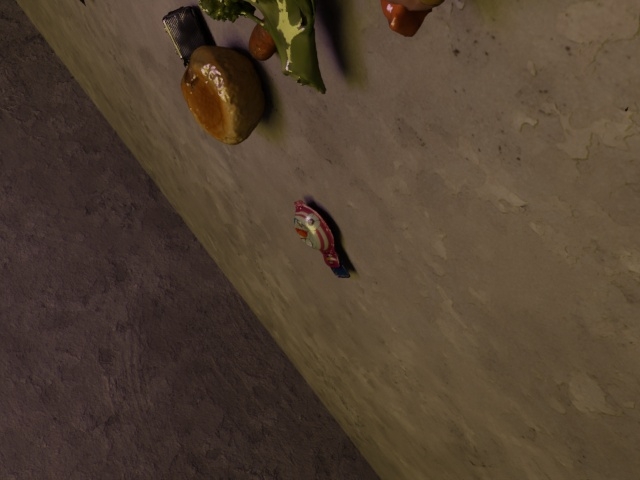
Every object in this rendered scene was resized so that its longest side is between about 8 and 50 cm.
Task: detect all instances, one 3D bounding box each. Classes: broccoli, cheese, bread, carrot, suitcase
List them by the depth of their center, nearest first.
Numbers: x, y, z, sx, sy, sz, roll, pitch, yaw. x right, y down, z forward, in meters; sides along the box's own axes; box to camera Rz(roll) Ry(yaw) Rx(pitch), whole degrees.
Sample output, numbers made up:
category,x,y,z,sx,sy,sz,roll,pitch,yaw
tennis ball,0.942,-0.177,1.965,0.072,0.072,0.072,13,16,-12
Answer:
category,x,y,z,sx,sy,sz,roll,pitch,yaw
broccoli,-0.106,-0.388,0.766,0.254,0.186,0.302,33,134,20
carrot,-0.091,-0.396,0.944,0.060,0.060,0.186,58,156,-9
bread,-0.226,-0.350,1.185,0.244,0.134,0.244,42,152,29
suitcase,-0.323,-0.499,1.220,0.059,0.086,0.126,-111,-3,-63
cheese,0.000,0.000,1.324,0.244,0.062,0.155,59,156,-13

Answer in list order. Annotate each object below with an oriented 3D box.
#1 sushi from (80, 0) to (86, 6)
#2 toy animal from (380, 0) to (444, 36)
category,x,y,z,sx,sy,sz,roll,pitch,yaw
sushi,-0.901,-1.028,1.675,0.320,0.069,0.339,43,156,6
toy animal,0.116,-0.341,0.472,0.281,0.169,0.195,162,108,-64
